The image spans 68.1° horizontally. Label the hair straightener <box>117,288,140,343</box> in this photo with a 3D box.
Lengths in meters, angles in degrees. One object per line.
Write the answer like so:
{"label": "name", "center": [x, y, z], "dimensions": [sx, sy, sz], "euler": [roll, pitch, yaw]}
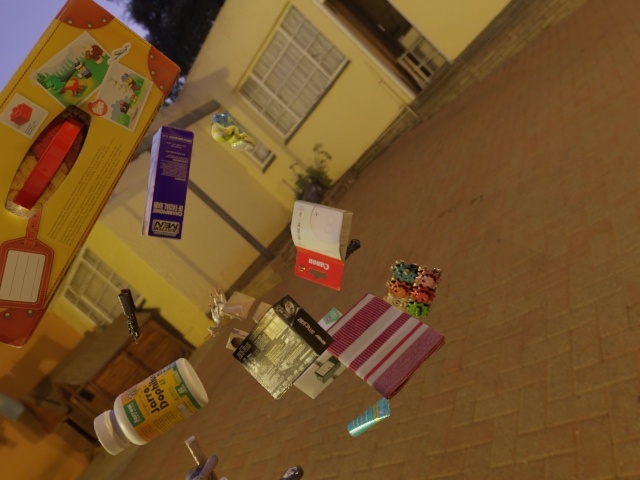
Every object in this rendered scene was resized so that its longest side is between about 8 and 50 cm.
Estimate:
{"label": "hair straightener", "center": [-0.750, 0.309, 1.853], "dimensions": [0.047, 0.230, 0.089], "euler": [-6, 17, -6]}

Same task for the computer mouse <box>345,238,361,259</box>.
{"label": "computer mouse", "center": [0.000, 0.000, 1.659], "dimensions": [0.184, 0.262, 0.060], "euler": [-45, -19, -59]}

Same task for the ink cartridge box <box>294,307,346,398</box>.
{"label": "ink cartridge box", "center": [0.013, 0.435, 1.850], "dimensions": [0.289, 0.121, 0.211], "euler": [-44, 23, 4]}

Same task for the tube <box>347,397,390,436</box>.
{"label": "tube", "center": [0.171, 0.601, 1.609], "dimensions": [0.207, 0.052, 0.080], "euler": [-50, 26, 34]}

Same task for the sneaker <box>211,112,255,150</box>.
{"label": "sneaker", "center": [-0.343, -0.441, 1.887], "dimensions": [0.091, 0.126, 0.240], "euler": [-13, -9, 22]}

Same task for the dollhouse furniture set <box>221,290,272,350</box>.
{"label": "dollhouse furniture set", "center": [-0.187, 0.240, 1.201], "dimensions": [0.123, 0.144, 0.151], "euler": [-71, 2, -75]}

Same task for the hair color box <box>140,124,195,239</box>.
{"label": "hair color box", "center": [-0.487, -0.173, 1.498], "dimensions": [0.185, 0.110, 0.338], "euler": [1, 85, 63]}

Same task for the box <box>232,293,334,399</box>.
{"label": "box", "center": [-0.085, 0.237, 1.050], "dimensions": [0.180, 0.147, 0.077], "euler": [-52, -10, 28]}

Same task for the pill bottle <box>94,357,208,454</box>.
{"label": "pill bottle", "center": [-0.356, 0.351, 1.000], "dimensions": [0.209, 0.117, 0.117], "euler": [-30, 1, -14]}

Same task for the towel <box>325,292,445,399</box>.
{"label": "towel", "center": [0.167, 0.293, 1.378], "dimensions": [0.237, 0.037, 0.329], "euler": [-39, 35, -18]}

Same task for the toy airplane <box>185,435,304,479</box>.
{"label": "toy airplane", "center": [-0.191, 0.690, 1.111], "dimensions": [0.272, 0.386, 0.384], "euler": [-27, -51, -46]}

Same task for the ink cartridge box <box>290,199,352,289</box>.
{"label": "ink cartridge box", "center": [-0.009, 0.012, 1.383], "dimensions": [0.066, 0.189, 0.232], "euler": [4, -81, -51]}

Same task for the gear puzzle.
{"label": "gear puzzle", "center": [0.313, 0.218, 1.698], "dimensions": [0.044, 0.176, 0.338], "euler": [-65, -14, -49]}

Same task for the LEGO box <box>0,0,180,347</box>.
{"label": "LEGO box", "center": [-0.494, -0.104, 0.812], "dimensions": [0.373, 0.193, 0.499], "euler": [-5, 58, 52]}

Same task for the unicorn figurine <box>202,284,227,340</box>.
{"label": "unicorn figurine", "center": [-0.335, 0.232, 1.537], "dimensions": [0.111, 0.060, 0.161], "euler": [81, -157, -44]}
